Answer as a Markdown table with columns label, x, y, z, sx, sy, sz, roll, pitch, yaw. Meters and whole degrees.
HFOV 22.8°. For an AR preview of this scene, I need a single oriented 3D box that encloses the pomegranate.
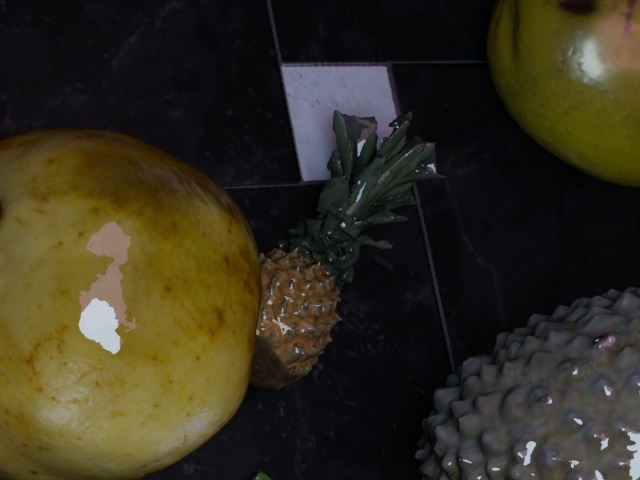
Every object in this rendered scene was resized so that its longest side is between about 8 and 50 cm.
| label | x | y | z | sx | sy | sz | roll | pitch | yaw |
| --- | --- | --- | --- | --- | --- | --- | --- | --- | --- |
| pomegranate | -0.182 | 0.050 | 1.245 | 0.307 | 0.307 | 0.307 | 9 | 69 | -25 |

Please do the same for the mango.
| label | x | y | z | sx | sy | sz | roll | pitch | yaw |
| --- | --- | --- | --- | --- | --- | --- | --- | --- | --- |
| mango | 0.373 | -0.198 | 1.643 | 0.445 | 0.220 | 0.301 | 1 | 70 | -30 |

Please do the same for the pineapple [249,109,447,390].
| label | x | y | z | sx | sy | sz | roll | pitch | yaw |
| --- | --- | --- | --- | --- | --- | --- | --- | --- | --- |
| pineapple | 0.000 | 0.000 | 1.435 | 0.130 | 0.119 | 0.277 | 46 | 58 | -14 |

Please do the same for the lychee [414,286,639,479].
| label | x | y | z | sx | sy | sz | roll | pitch | yaw |
| --- | --- | --- | --- | --- | --- | --- | --- | --- | --- |
| lychee | 0.297 | 0.213 | 1.379 | 0.432 | 0.380 | 0.380 | 4 | 70 | -4 |

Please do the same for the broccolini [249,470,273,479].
| label | x | y | z | sx | sy | sz | roll | pitch | yaw |
| --- | --- | --- | --- | --- | --- | --- | --- | --- | --- |
| broccolini | 0.038 | 0.271 | 1.414 | 0.239 | 0.051 | 0.054 | 29 | 18 | -10 |
